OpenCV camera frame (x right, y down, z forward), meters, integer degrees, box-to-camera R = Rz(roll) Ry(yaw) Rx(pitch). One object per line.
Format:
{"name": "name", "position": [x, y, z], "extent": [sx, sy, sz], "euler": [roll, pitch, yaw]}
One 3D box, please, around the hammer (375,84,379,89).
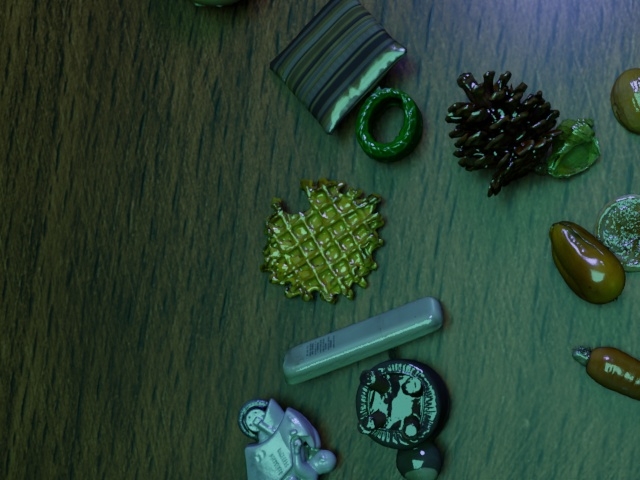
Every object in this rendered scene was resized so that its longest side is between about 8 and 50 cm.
{"name": "hammer", "position": [0.092, -0.314, 1.971], "extent": [0.035, 0.019, 0.110], "euler": [-22, 85, 13]}

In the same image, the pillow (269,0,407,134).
{"name": "pillow", "position": [0.030, -0.331, 1.951], "extent": [0.208, 0.052, 0.212], "euler": [-45, 59, 11]}

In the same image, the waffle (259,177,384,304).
{"name": "waffle", "position": [0.000, 0.000, 1.951], "extent": [0.228, 0.051, 0.232], "euler": [11, 89, 13]}

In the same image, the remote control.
{"name": "remote control", "position": [0.071, 0.176, 1.897], "extent": [0.309, 0.090, 0.038], "euler": [-23, 117, 12]}

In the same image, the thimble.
{"name": "thimble", "position": [0.123, -0.208, 1.912], "extent": [0.118, 0.090, 0.130], "euler": [-5, 85, 13]}

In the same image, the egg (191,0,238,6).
{"name": "egg", "position": [-0.208, -0.521, 1.999], "extent": [0.201, 0.164, 0.164], "euler": [16, 89, 22]}

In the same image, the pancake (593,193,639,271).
{"name": "pancake", "position": [0.533, -0.011, 1.814], "extent": [0.139, 0.022, 0.140], "euler": [-1, 85, 16]}

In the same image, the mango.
{"name": "mango", "position": [0.449, 0.038, 1.799], "extent": [0.084, 0.105, 0.159], "euler": [-19, 63, -16]}

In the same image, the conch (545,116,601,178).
{"name": "conch", "position": [0.435, -0.158, 1.828], "extent": [0.089, 0.074, 0.121], "euler": [34, 93, 13]}

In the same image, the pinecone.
{"name": "pinecone", "position": [0.302, -0.194, 1.821], "extent": [0.185, 0.169, 0.212], "euler": [-38, 60, -1]}

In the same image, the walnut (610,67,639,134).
{"name": "walnut", "position": [0.542, -0.241, 1.818], "extent": [0.091, 0.052, 0.121], "euler": [-19, 78, 16]}

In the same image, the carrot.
{"name": "carrot", "position": [0.574, 0.251, 1.761], "extent": [0.336, 0.069, 0.069], "euler": [23, 92, 14]}

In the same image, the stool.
{"name": "stool", "position": [0.150, 0.300, 1.834], "extent": [0.153, 0.139, 0.228], "euler": [-41, 73, 10]}

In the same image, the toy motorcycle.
{"name": "toy motorcycle", "position": [-0.055, 0.405, 1.905], "extent": [0.170, 0.110, 0.260], "euler": [-10, 88, 3]}
